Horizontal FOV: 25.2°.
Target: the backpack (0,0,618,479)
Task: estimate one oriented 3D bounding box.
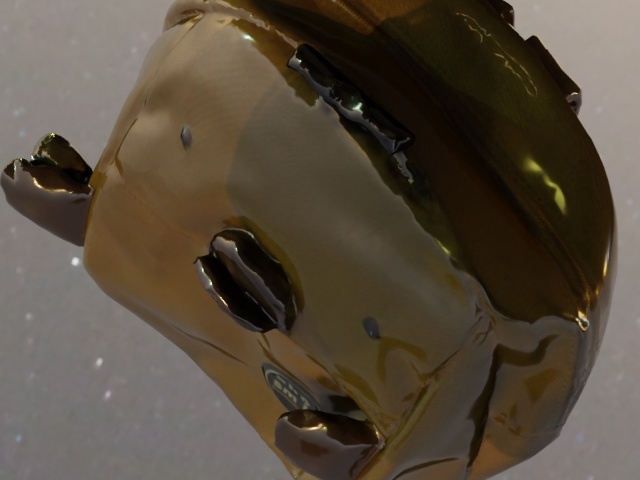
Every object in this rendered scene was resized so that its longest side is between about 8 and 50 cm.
[{"bbox_3d":[0.003,-0.005,0.837,0.353,0.378,0.201,41,-122,14],"label":"backpack"}]
